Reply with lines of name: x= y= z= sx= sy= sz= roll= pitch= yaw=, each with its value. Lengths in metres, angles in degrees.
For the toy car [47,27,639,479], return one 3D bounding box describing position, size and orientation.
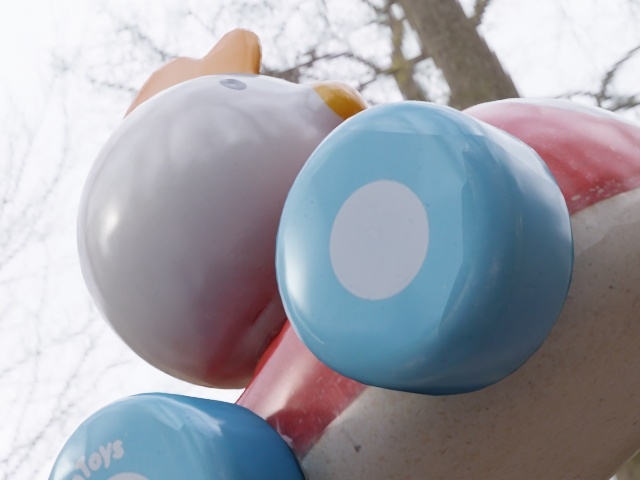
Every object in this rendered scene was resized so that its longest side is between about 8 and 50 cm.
toy car: x=0.000 y=0.000 z=0.495 sx=0.210 sy=0.238 sz=0.219 roll=-49 pitch=-33 yaw=18
